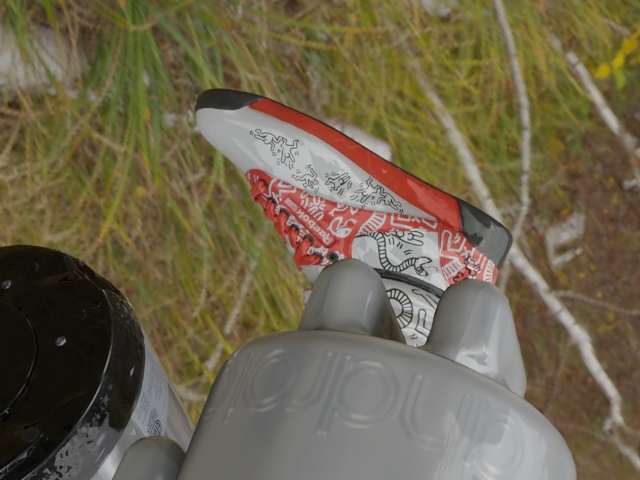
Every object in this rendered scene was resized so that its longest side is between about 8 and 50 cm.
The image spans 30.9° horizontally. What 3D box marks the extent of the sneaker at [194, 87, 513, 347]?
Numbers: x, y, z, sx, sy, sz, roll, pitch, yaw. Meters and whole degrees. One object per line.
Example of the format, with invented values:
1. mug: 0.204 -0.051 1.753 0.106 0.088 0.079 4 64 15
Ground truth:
1. sneaker: 0.001 0.000 0.879 0.145 0.270 0.090 -63 -177 -10

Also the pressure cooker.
1. pressure cooker: -0.291 0.264 1.165 0.370 0.375 0.420 -48 140 -26

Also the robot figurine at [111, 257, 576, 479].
1. robot figurine: 0.007 0.185 0.575 0.300 0.353 0.200 6 149 24
